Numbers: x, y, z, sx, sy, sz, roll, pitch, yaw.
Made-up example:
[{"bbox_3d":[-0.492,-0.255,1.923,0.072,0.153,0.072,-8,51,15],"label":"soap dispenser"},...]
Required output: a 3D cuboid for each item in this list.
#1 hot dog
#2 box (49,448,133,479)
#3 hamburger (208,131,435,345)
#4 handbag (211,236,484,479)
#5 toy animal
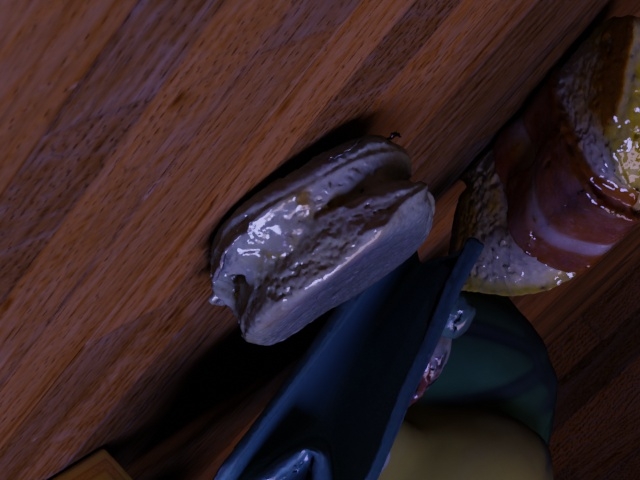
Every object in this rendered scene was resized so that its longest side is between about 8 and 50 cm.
[{"bbox_3d":[0.175,-0.048,1.251,0.093,0.123,0.261,13,147,-20],"label":"hot dog"},{"bbox_3d":[-0.232,0.264,1.243,0.174,0.076,0.274,-32,167,-46],"label":"box"},{"bbox_3d":[0.000,0.000,0.996,0.133,0.062,0.140,-36,172,-2],"label":"hamburger"},{"bbox_3d":[0.000,0.138,1.278,0.274,0.100,0.269,-54,178,-33],"label":"handbag"},{"bbox_3d":[0.098,0.189,1.502,0.216,0.191,0.338,62,36,-46],"label":"toy animal"}]
